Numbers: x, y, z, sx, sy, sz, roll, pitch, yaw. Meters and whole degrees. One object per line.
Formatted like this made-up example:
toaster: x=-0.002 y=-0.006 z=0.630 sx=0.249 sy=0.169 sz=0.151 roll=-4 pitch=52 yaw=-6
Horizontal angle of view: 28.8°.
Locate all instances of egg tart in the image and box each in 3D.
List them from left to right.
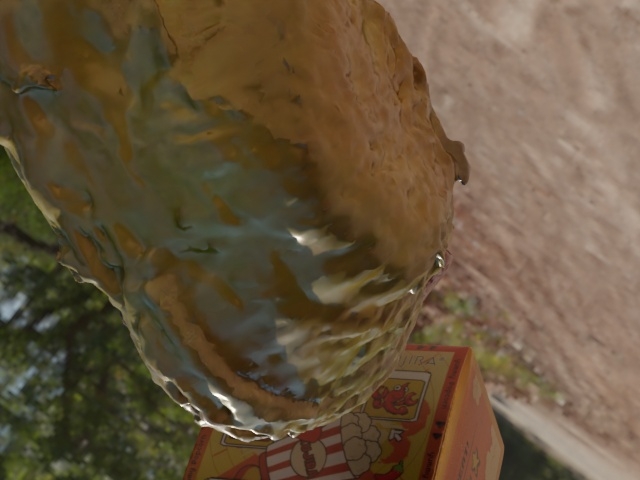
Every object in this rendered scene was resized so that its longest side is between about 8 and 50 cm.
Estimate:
egg tart: x=-0.021 y=-0.065 z=0.700 sx=0.351 sy=0.153 sz=0.339 roll=68 pitch=-155 yaw=-12

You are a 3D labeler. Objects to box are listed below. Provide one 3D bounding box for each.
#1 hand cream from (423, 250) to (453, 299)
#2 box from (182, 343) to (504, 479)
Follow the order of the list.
hand cream: x=0.000 y=0.000 z=1.148 sx=0.230 sy=0.149 sz=0.230 roll=42 pitch=-176 yaw=-4
box: x=0.029 y=0.263 z=1.378 sx=0.283 sy=0.259 sz=0.214 roll=0 pitch=134 yaw=24
